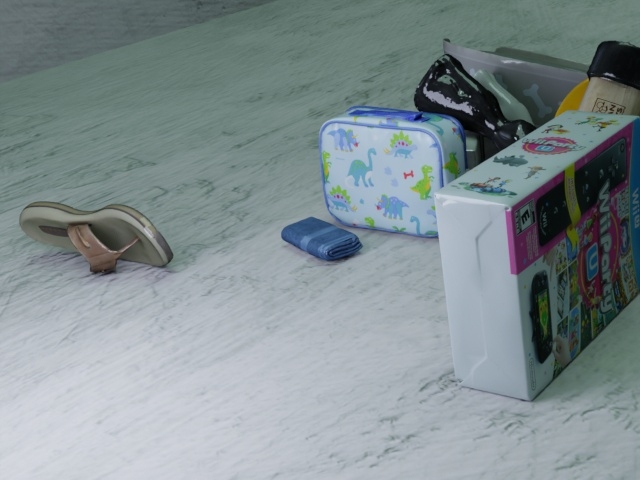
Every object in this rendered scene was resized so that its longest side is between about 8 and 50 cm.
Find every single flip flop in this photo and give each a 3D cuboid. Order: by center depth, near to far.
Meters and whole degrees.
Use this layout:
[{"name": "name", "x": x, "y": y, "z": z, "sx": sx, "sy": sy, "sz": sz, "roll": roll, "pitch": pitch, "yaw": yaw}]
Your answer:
[{"name": "flip flop", "x": -0.326, "y": 0.004, "z": 1.671, "sx": 0.277, "sy": 0.112, "sz": 0.080, "roll": 8, "pitch": 52, "yaw": 28}]

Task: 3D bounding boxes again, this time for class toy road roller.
[{"name": "toy road roller", "x": 0.466, "y": -0.110, "z": 1.544, "sx": 0.330, "sy": 0.202, "sz": 0.240, "roll": 22, "pitch": -2, "yaw": 18}]

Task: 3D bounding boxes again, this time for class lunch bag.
[{"name": "lunch bag", "x": 0.107, "y": -0.104, "z": 1.685, "sx": 0.219, "sy": 0.176, "sz": 0.090, "roll": 9, "pitch": 27, "yaw": 36}]

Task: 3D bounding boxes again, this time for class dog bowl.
[{"name": "dog bowl", "x": 0.364, "y": -0.252, "z": 1.952, "sx": 0.349, "sy": 0.102, "sz": 0.349, "roll": 11, "pitch": 14, "yaw": -3}]

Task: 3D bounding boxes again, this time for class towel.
[{"name": "towel", "x": 0.000, "y": 0.000, "z": 1.658, "sx": 0.067, "sy": 0.029, "sz": 0.119, "roll": -20, "pitch": 26, "yaw": -29}]

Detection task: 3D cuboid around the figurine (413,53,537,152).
[{"name": "figurine", "x": 0.267, "y": -0.164, "z": 1.711, "sx": 0.209, "sy": 0.092, "sz": 0.215, "roll": 42, "pitch": 18, "yaw": 25}]

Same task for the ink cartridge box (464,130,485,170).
[{"name": "ink cartridge box", "x": 0.179, "y": -0.132, "z": 1.851, "sx": 0.148, "sy": 0.085, "sz": 0.203, "roll": -2, "pitch": 21, "yaw": 10}]

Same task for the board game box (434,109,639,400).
[{"name": "board game box", "x": 0.254, "y": 0.005, "z": 1.307, "sx": 0.098, "sy": 0.224, "sz": 0.303, "roll": 8, "pitch": 27, "yaw": 36}]
